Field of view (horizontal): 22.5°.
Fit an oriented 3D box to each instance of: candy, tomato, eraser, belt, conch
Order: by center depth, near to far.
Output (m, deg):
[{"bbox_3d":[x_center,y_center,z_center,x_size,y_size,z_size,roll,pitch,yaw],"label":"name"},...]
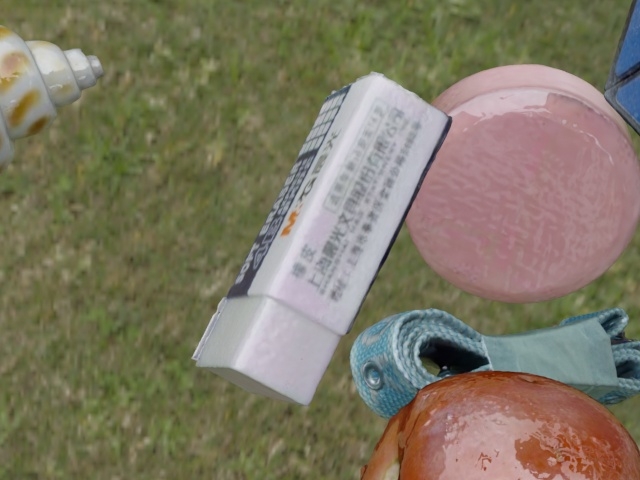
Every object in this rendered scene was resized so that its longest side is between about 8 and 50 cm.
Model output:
[{"bbox_3d":[0.121,0.189,1.053,0.184,0.208,0.208,23,53,-9],"label":"tomato"},{"bbox_3d":[-0.304,-0.110,1.177,0.274,0.149,0.183,14,12,-17],"label":"conch"},{"bbox_3d":[0.157,0.095,1.301,0.302,0.072,0.087,1,64,-39],"label":"belt"},{"bbox_3d":[0.000,0.000,1.400,0.086,0.130,0.287,31,77,-18],"label":"eraser"},{"bbox_3d":[0.210,-0.054,1.626,0.255,0.255,0.094,11,27,-1],"label":"candy"}]

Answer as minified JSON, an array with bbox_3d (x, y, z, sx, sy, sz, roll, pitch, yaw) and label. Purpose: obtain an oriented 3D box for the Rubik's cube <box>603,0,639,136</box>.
[{"bbox_3d":[0.407,-0.158,1.246,0.254,0.260,0.259,3,33,-19],"label":"Rubik's cube"}]
